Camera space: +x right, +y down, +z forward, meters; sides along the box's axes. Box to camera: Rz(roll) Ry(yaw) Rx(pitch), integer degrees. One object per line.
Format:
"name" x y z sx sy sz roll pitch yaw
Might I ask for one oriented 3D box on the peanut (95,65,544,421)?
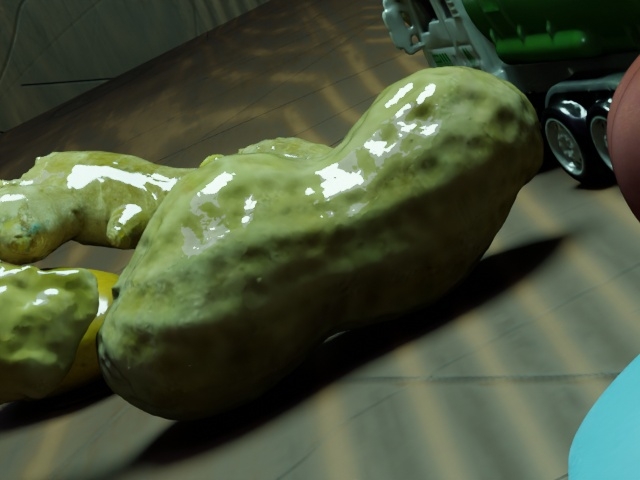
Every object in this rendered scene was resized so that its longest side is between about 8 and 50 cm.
"peanut" -0.001 -0.002 0.682 0.192 0.089 0.089 -28 11 -9

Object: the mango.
"mango" -0.122 0.042 0.835 0.079 0.057 0.114 -26 12 -37

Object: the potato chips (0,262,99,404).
"potato chips" -0.238 0.080 0.792 0.080 0.057 0.407 19 -27 -34

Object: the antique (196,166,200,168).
"antique" -0.105 -0.036 1.253 0.192 0.015 0.031 -13 17 49

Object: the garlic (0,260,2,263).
"garlic" -0.325 0.009 1.238 0.212 0.219 0.218 14 18 5

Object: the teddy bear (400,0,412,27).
"teddy bear" 0.138 -0.188 1.046 0.267 0.156 0.256 18 32 31

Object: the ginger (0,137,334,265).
"ginger" -0.058 -0.026 0.890 0.176 0.053 0.193 -1 13 29

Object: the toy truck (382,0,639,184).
"toy truck" 0.116 -0.099 0.765 0.101 0.125 0.242 -30 11 -15

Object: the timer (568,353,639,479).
"timer" 0.146 0.012 0.294 0.250 0.091 0.232 -28 11 14

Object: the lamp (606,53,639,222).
"lamp" 0.134 -0.036 0.513 0.107 0.092 0.107 -26 12 6
